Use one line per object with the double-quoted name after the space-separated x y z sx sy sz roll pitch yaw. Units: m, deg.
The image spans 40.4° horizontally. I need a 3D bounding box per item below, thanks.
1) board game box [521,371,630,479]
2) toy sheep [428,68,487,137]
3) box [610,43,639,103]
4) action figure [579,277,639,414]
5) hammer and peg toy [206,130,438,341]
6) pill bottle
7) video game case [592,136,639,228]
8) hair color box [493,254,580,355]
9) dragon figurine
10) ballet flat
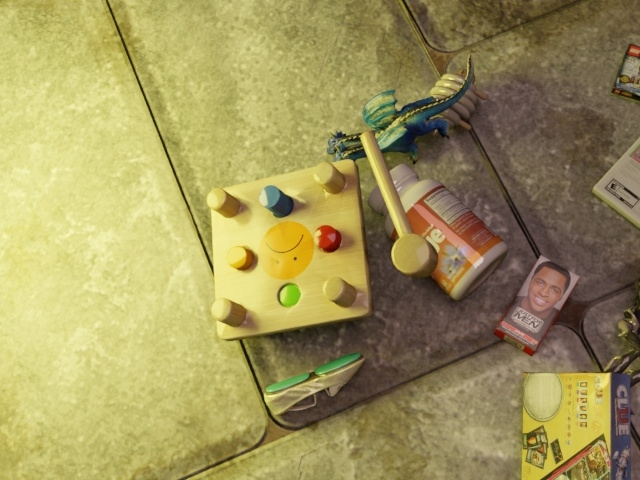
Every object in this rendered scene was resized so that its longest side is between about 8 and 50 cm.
0.354 0.308 1.216 0.042 0.165 0.243 10 78 -31 "board game box"
0.222 -0.230 1.466 0.091 0.091 0.132 25 80 13 "toy sheep"
0.575 -0.271 1.478 0.137 0.027 0.094 20 73 11 "box"
0.506 0.130 1.281 0.141 0.164 0.275 30 83 42 "action figure"
0.000 0.000 1.341 0.361 0.127 0.266 -13 69 18 "hammer and peg toy"
0.180 -0.018 1.376 0.121 0.121 0.216 -42 72 -9 "pill bottle"
0.587 -0.083 1.415 0.212 0.023 0.193 41 79 17 "video game case"
0.338 0.102 1.362 0.072 0.043 0.141 30 75 15 "hair color box"
0.124 -0.188 1.398 0.144 0.289 0.085 -3 68 -37 "dragon figurine"
-0.004 0.225 1.353 0.168 0.057 0.052 -21 98 1 "ballet flat"
